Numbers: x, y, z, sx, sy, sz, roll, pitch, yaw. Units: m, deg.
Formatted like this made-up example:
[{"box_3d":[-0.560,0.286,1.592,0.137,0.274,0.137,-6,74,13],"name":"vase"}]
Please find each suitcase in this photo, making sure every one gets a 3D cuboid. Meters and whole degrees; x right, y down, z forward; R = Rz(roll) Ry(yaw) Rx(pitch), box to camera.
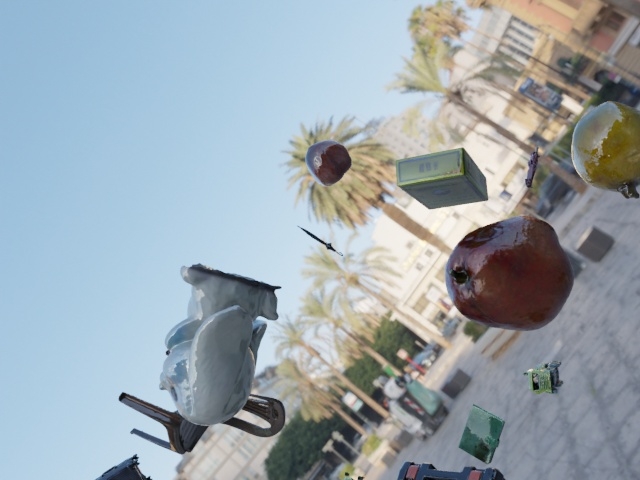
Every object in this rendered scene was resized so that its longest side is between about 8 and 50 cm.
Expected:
[{"box_3d":[0.338,0.606,1.395,0.285,0.206,0.066,-18,28,47],"name":"suitcase"},{"box_3d":[-0.451,0.551,1.340,0.126,0.086,0.059,-31,6,-17],"name":"suitcase"}]

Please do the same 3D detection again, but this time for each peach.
[{"box_3d":[0.019,-0.262,1.966,0.152,0.152,0.152,-48,-16,-19],"name":"peach"}]

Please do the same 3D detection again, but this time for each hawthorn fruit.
[{"box_3d":[0.336,0.063,1.118,0.261,0.224,0.224,-2,-42,-23],"name":"hawthorn fruit"}]

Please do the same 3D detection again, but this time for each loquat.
[{"box_3d":[0.718,-0.207,1.446,0.213,0.213,0.246,92,174,-65],"name":"loquat"}]

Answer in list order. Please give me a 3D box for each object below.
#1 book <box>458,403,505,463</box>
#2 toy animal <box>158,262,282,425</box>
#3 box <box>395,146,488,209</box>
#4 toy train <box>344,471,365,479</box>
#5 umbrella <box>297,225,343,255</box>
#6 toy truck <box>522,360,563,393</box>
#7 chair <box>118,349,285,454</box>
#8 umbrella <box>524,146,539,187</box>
[{"box_3d":[0.447,0.538,1.652,0.017,0.103,0.135,1,-72,-52],"name":"book"},{"box_3d":[-0.175,0.178,1.085,0.249,0.174,0.289,-42,-37,-72],"name":"toy animal"},{"box_3d":[0.260,-0.124,1.252,0.220,0.141,0.064,25,-119,-61],"name":"box"},{"box_3d":[0.109,0.737,1.576,0.159,0.188,0.271,-47,-34,-7],"name":"toy train"},{"box_3d":[0.000,0.002,1.582,0.022,0.149,0.022,-55,12,19],"name":"umbrella"},{"box_3d":[0.663,0.407,1.783,0.169,0.100,0.077,-3,-93,-60],"name":"toy truck"},{"box_3d":[-0.267,0.407,1.384,0.183,0.326,0.175,-52,-28,-42],"name":"chair"},{"box_3d":[0.501,-0.174,1.413,0.165,0.025,0.027,-60,-20,-44],"name":"umbrella"}]
